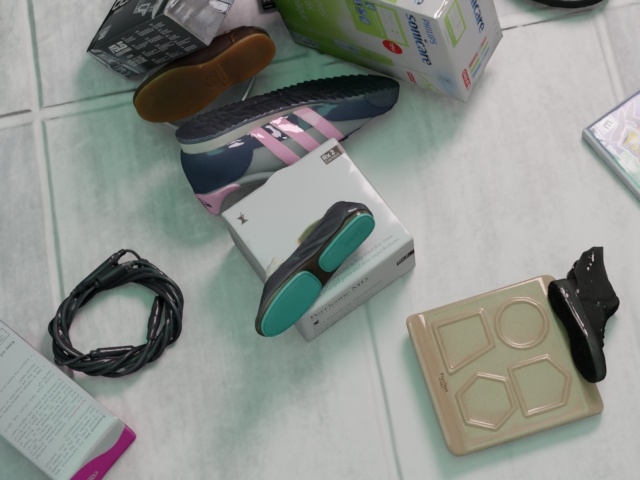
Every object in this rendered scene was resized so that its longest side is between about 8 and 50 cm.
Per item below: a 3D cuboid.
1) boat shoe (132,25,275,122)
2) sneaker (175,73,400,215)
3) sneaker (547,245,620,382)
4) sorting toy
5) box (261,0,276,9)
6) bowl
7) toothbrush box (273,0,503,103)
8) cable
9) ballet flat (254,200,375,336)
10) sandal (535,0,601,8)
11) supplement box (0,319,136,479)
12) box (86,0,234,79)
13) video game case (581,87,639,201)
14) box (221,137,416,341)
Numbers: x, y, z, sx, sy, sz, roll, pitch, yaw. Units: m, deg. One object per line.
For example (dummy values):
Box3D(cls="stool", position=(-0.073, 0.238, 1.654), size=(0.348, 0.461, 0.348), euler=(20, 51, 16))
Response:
Box3D(cls="boat shoe", position=(-0.159, -0.226, 1.849), size=(0.207, 0.073, 0.073), euler=(-26, 32, -8))
Box3D(cls="sneaker", position=(-0.036, -0.133, 1.850), size=(0.319, 0.131, 0.112), euler=(-18, 25, -15))
Box3D(cls="sneaker", position=(0.347, 0.093, 1.734), size=(0.089, 0.051, 0.170), euler=(-11, 65, -22))
Box3D(cls="sorting toy", position=(0.232, 0.158, 1.743), size=(0.208, 0.038, 0.193), euler=(-15, 69, -5))
Box3D(cls="box", position=(-0.059, -0.377, 1.971), size=(0.067, 0.018, 0.083), euler=(-14, 69, 0))
Box3D(cls="bowl", position=(-0.167, -0.207, 1.902), size=(0.142, 0.053, 0.142), euler=(25, 75, 14))
Box3D(cls="toothbrush box", position=(0.078, -0.320, 1.811), size=(0.283, 0.206, 0.122), euler=(22, 73, 25))
Box3D(cls="cable", position=(-0.270, 0.109, 1.807), size=(0.184, 0.047, 0.150), euler=(-43, 77, -14))
Box3D(cls="ballet flat", position=(-0.018, 0.029, 1.673), size=(0.074, 0.074, 0.203), euler=(41, 86, 17))
Box3D(cls="sandal", position=(0.269, -0.516, 1.942), size=(0.167, 0.107, 0.446), euler=(-25, 69, -4))
Box3D(cls="supplement box", position=(-0.356, 0.213, 1.737), size=(0.220, 0.111, 0.114), euler=(35, 77, 16))
Box3D(cls="box", position=(-0.180, -0.352, 1.835), size=(0.076, 0.307, 0.242), euler=(34, 74, -22))
Box3D(cls="video game case", position=(0.481, -0.123, 1.824), size=(0.183, 0.023, 0.201), euler=(-35, 71, -8))
Box3D(cls="box", position=(0.000, 0.000, 1.775), size=(0.181, 0.119, 0.182), euler=(-35, 71, -7))
